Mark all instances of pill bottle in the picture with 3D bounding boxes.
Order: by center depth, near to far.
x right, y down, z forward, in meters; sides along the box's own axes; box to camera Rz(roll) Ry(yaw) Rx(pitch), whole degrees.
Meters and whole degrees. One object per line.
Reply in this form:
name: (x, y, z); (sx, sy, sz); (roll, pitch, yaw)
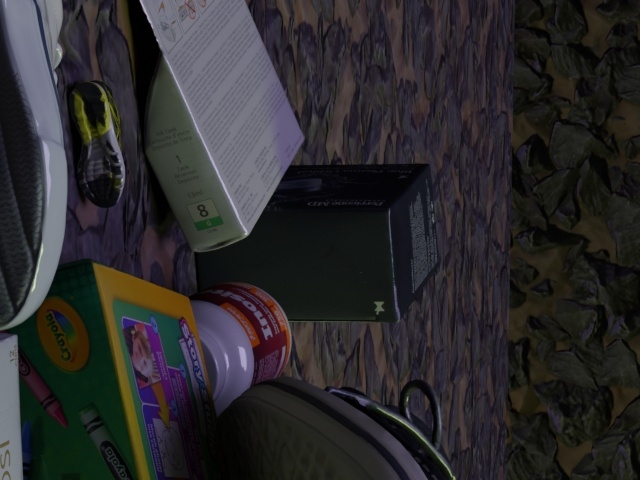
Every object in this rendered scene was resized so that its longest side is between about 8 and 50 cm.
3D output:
pill bottle: (-0.078, 0.079, 1.340); (0.152, 0.086, 0.086); (-26, 115, -74)

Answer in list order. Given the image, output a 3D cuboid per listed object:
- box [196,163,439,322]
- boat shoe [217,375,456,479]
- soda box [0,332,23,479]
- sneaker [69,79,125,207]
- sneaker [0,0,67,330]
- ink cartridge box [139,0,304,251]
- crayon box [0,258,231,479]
box: (0.000, 0.000, 1.505); (0.158, 0.156, 0.093); (-47, 135, -69)
boat shoe: (0.021, 0.174, 1.213); (0.500, 0.156, 0.187); (148, -68, -77)
soda box: (-0.188, 0.155, 0.936); (0.069, 0.074, 0.216); (-24, 114, -75)
sneaker: (-0.136, -0.063, 1.222); (0.035, 0.031, 0.083); (-53, 141, -68)
sneaker: (-0.163, -0.084, 0.988); (0.091, 0.094, 0.258); (-19, 107, -70)
ink cartridge box: (-0.093, -0.129, 1.399); (0.225, 0.056, 0.181); (65, 23, -19)
crayon box: (-0.107, 0.160, 1.102); (0.165, 0.081, 0.278); (31, 44, -73)
